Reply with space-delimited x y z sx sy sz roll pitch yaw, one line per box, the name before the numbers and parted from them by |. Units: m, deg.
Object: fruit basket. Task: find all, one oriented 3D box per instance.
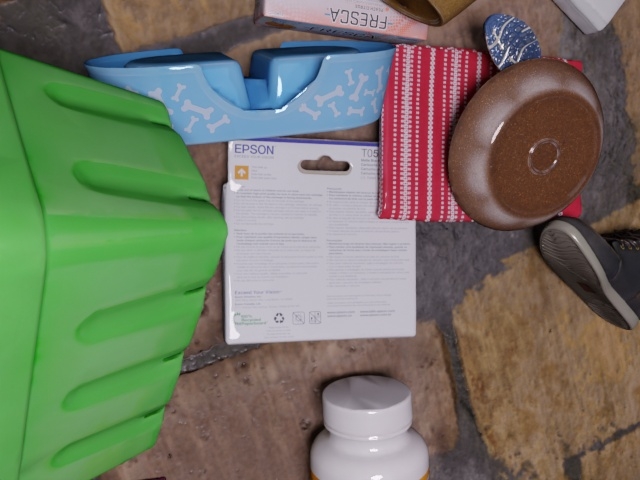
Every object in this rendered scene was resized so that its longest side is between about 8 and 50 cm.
fruit basket | -0.285 0.063 0.479 0.392 0.283 0.392 -20 142 -16

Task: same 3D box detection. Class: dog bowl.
dog bowl | -0.070 -0.148 0.645 0.298 0.166 0.074 -9 112 -15

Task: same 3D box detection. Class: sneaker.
sneaker | 0.361 0.009 0.829 0.222 0.083 0.118 42 80 -36
sneaker | 0.216 -0.195 0.726 0.052 0.058 0.135 -47 117 4

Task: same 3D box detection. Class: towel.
towel | 0.192 -0.120 0.767 0.275 0.031 0.198 0 91 -20

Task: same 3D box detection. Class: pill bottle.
pill bottle | 0.057 0.290 0.758 0.137 0.136 0.245 -5 100 -15

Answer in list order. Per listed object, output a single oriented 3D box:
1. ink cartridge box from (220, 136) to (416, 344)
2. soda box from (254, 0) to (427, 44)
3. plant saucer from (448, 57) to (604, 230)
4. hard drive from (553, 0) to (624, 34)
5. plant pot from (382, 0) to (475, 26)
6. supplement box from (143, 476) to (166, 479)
ink cartridge box | 0.000 0.000 0.738 0.224 0.045 0.223 1 89 -17
soda box | 0.025 -0.253 0.704 0.183 0.058 0.062 2 98 -17
plant saucer | 0.236 -0.096 0.721 0.199 0.036 0.198 -8 116 -17
hard drive | 0.274 -0.421 0.759 0.308 0.040 0.203 37 88 -17
plant pot | 0.134 -0.341 0.607 0.237 0.237 0.254 31 99 -18
supplement box | -0.199 0.316 0.737 0.055 0.043 0.083 -2 99 -14
